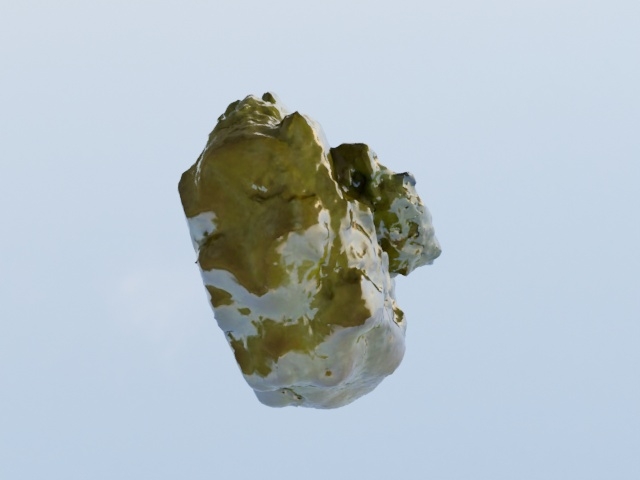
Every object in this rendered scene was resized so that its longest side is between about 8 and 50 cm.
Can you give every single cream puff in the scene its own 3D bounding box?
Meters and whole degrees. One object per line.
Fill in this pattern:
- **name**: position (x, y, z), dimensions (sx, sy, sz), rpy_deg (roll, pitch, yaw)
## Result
- **cream puff**: position (-0.001, -0.002, 1.475), dimensions (0.185, 0.282, 0.282), rpy_deg (-17, -146, 7)
